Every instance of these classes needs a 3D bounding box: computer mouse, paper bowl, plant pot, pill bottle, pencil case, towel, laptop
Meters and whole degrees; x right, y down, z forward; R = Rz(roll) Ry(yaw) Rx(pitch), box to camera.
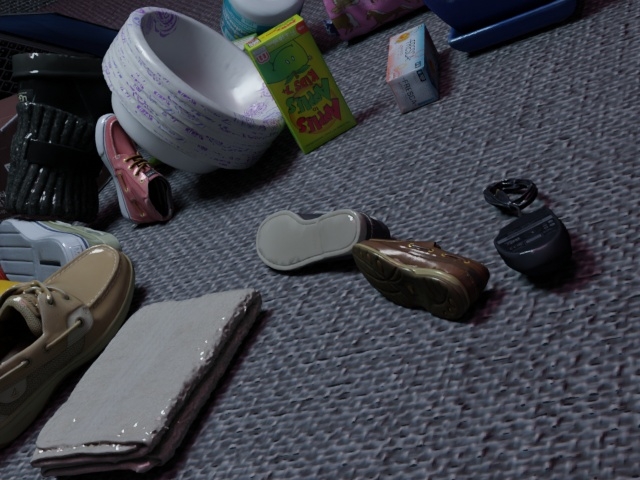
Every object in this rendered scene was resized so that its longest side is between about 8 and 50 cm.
[{"bbox_3d":[0.214,-0.015,1.180,0.071,0.041,0.242,-27,18,9],"label":"computer mouse"},{"bbox_3d":[-0.202,-0.215,1.714,0.148,0.284,0.284,-49,17,25],"label":"paper bowl"},{"bbox_3d":[0.265,-0.426,1.681,0.236,0.212,0.236,-17,28,25],"label":"plant pot"},{"bbox_3d":[-0.110,-0.429,2.078,0.146,0.146,0.264,-36,-6,-15],"label":"pill bottle"},{"bbox_3d":[0.174,-0.482,1.947,0.386,0.160,0.167,-18,27,20],"label":"pencil case"},{"bbox_3d":[-0.189,0.157,1.260,0.187,0.049,0.282,-10,30,32],"label":"towel"},{"bbox_3d":[-0.510,-0.274,2.080,0.236,0.382,0.408,45,110,27],"label":"laptop"}]

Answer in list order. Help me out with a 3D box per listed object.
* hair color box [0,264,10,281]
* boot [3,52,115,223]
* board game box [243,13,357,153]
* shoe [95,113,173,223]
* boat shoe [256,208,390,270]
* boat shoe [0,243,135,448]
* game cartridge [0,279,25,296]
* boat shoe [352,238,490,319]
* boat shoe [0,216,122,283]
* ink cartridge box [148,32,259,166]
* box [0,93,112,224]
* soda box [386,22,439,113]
[{"bbox_3d":[-0.560,0.054,1.832,0.093,0.053,0.167,-32,24,-4],"label":"hair color box"},{"bbox_3d":[-0.353,-0.157,1.821,0.348,0.260,0.131,-1,0,-40],"label":"boot"},{"bbox_3d":[-0.029,-0.229,1.653,0.092,0.181,0.043,-31,25,-3],"label":"board game box"},{"bbox_3d":[-0.278,-0.110,1.706,0.081,0.178,0.063,-1,21,40],"label":"shoe"},{"bbox_3d":[0.000,0.000,1.365,0.065,0.075,0.206,7,-8,-40],"label":"boat shoe"},{"bbox_3d":[-0.349,0.108,1.412,0.122,0.110,0.341,6,43,26],"label":"boat shoe"},{"bbox_3d":[-0.517,0.171,1.570,0.285,0.052,0.323,2,40,48],"label":"game cartridge"},{"bbox_3d":[0.104,0.032,1.174,0.060,0.064,0.178,-36,32,-25],"label":"boat shoe"},{"bbox_3d":[-0.401,0.022,1.697,0.094,0.109,0.302,-9,12,-36],"label":"boat shoe"},{"bbox_3d":[-0.211,-0.246,1.979,0.189,0.097,0.255,-12,29,32],"label":"ink cartridge box"},{"bbox_3d":[-0.508,-0.135,1.955,0.169,0.203,0.167,-12,31,34],"label":"box"},{"bbox_3d":[0.140,-0.260,1.683,0.063,0.058,0.183,-21,27,17],"label":"soda box"}]
